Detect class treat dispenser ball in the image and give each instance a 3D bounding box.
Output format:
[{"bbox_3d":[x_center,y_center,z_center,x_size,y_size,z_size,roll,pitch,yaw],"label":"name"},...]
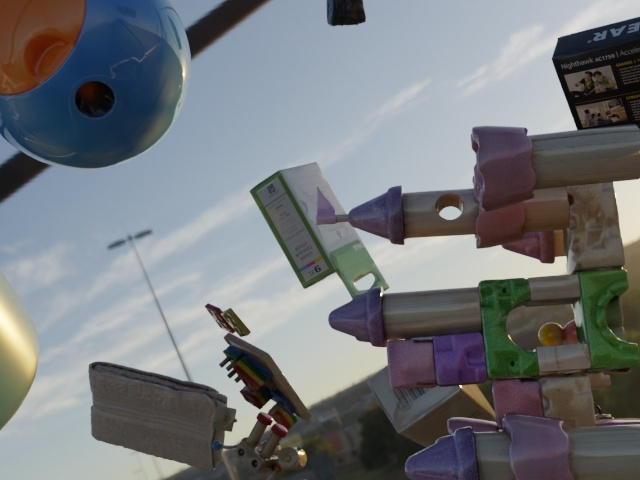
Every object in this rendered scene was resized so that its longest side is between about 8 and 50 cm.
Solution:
[{"bbox_3d":[-0.319,-0.238,1.072,0.288,0.288,0.288,-24,-13,-6],"label":"treat dispenser ball"}]

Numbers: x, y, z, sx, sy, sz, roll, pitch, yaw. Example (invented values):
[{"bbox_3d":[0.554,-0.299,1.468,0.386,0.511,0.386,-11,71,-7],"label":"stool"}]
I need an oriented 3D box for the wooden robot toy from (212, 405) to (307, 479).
[{"bbox_3d":[-0.060,0.270,1.020,0.076,0.173,0.079,-56,-26,-1],"label":"wooden robot toy"}]

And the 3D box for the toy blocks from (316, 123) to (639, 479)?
[{"bbox_3d":[0.134,0.082,0.701,0.260,0.288,0.309,-6,-14,9],"label":"toy blocks"}]

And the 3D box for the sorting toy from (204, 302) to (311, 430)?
[{"bbox_3d":[-0.097,0.208,1.201,0.046,0.274,0.132,-41,28,-21],"label":"sorting toy"}]

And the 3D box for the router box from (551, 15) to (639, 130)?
[{"bbox_3d":[0.329,-0.149,0.760,0.179,0.133,0.046,-7,39,35],"label":"router box"}]

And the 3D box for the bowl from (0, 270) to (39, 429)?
[{"bbox_3d":[-0.427,0.063,0.725,0.311,0.311,0.163,-18,-45,-29],"label":"bowl"}]

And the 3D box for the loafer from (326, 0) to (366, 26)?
[{"bbox_3d":[0.044,-0.434,1.310,0.061,0.170,0.062,1,2,-13],"label":"loafer"}]

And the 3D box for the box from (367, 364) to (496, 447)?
[{"bbox_3d":[0.228,0.315,1.552,0.148,0.121,0.311,-38,-34,8],"label":"box"}]

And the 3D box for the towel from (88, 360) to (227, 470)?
[{"bbox_3d":[-0.320,0.345,1.559,0.282,0.187,0.049,11,27,8],"label":"towel"}]

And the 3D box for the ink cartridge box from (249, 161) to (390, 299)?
[{"bbox_3d":[0.000,0.000,1.091,0.062,0.209,0.109,-33,-5,29],"label":"ink cartridge box"}]
